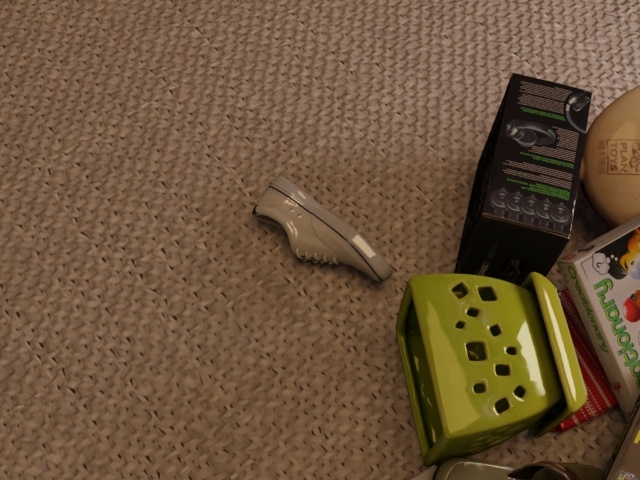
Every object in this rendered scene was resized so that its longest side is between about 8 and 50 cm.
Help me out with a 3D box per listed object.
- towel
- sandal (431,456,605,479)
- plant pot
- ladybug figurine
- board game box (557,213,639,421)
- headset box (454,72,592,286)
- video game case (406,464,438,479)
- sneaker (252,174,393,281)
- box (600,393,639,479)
[{"bbox_3d":[0.430,0.164,1.246,0.274,0.031,0.199,-21,65,-13],"label":"towel"},{"bbox_3d":[0.296,0.354,1.078,0.302,0.086,0.120,9,59,-22],"label":"sandal"},{"bbox_3d":[0.234,0.175,1.110,0.207,0.228,0.227,-8,66,-3],"label":"plant pot"},{"bbox_3d":[0.615,-0.115,1.301,0.448,0.162,0.305,3,84,-7],"label":"ladybug figurine"},{"bbox_3d":[0.496,0.124,1.173,0.192,0.053,0.306,-27,96,-13],"label":"board game box"},{"bbox_3d":[0.309,-0.065,1.239,0.131,0.246,0.283,15,62,6],"label":"headset box"},{"bbox_3d":[0.113,0.478,1.048,0.244,0.061,0.270,-22,65,-15],"label":"video game case"},{"bbox_3d":[0.000,0.000,1.292,0.258,0.094,0.091,37,85,20],"label":"sneaker"},{"bbox_3d":[0.535,0.308,1.044,0.270,0.060,0.216,27,74,19],"label":"box"}]
